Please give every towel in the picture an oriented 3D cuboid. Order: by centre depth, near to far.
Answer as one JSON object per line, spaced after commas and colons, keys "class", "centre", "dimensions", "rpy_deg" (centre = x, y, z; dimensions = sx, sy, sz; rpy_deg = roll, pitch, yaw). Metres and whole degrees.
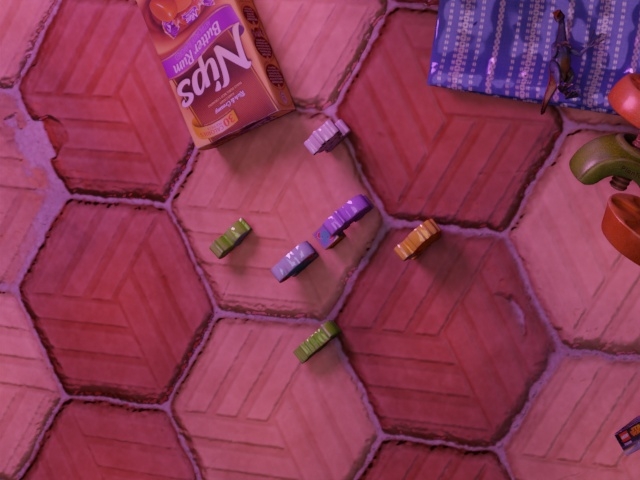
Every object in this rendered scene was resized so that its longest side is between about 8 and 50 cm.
{"class": "towel", "centre": [0.276, -0.246, 1.932], "dimensions": [0.336, 0.040, 0.243], "rpy_deg": [10, 98, 22]}

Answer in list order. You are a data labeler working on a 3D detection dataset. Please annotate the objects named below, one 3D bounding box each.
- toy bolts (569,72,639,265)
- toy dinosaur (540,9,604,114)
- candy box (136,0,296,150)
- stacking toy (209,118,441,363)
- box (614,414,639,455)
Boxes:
{"class": "toy bolts", "centre": [0.373, -0.062, 1.802], "dimensions": [0.229, 0.218, 0.158], "rpy_deg": [24, 115, -10]}
{"class": "toy dinosaur", "centre": [0.232, -0.182, 1.920], "dimensions": [0.090, 0.047, 0.082], "rpy_deg": [-30, 61, 33]}
{"class": "candy box", "centre": [-0.113, -0.203, 2.090], "dimensions": [0.109, 0.053, 0.186], "rpy_deg": [-24, 87, 22]}
{"class": "stacking toy", "centre": [0.000, 0.000, 2.061], "dimensions": [0.221, 0.052, 0.167], "rpy_deg": [-44, 78, 21]}
{"class": "box", "centre": [0.360, 0.160, 1.903], "dimensions": [0.137, 0.094, 0.027], "rpy_deg": [-32, 82, 21]}
